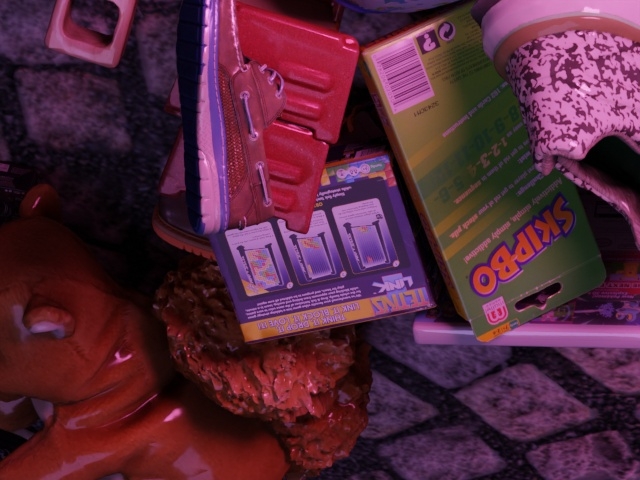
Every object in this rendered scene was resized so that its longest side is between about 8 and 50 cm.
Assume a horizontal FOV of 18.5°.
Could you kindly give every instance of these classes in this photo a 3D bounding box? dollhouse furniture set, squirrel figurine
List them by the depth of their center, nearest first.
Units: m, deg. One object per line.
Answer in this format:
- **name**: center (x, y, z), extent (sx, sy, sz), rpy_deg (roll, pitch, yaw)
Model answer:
- **dollhouse furniture set**: center (-0.164, -0.157, 1.474), extent (0.374, 0.201, 0.152), rpy_deg (17, 110, -7)
- **squirrel figurine**: center (-0.154, 0.106, 1.828), extent (0.397, 0.281, 0.370), rpy_deg (-21, 128, 15)

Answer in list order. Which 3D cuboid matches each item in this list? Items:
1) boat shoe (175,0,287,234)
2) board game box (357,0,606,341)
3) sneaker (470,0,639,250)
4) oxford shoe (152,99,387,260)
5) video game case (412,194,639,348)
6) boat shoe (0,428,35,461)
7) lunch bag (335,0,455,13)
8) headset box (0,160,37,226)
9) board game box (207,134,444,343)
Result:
- **boat shoe**: center (-0.061, -0.097, 1.360), extent (0.066, 0.066, 0.183), rpy_deg (-5, 107, -18)
- **board game box**: center (0.130, -0.057, 1.555), extent (0.124, 0.039, 0.259), rpy_deg (-25, 105, -9)
- **sneaker**: center (0.268, -0.051, 1.512), extent (0.410, 0.182, 0.158), rpy_deg (25, 146, -37)
- **oxford shoe**: center (0.025, -0.060, 1.671), extent (0.363, 0.130, 0.133), rpy_deg (-4, 119, 14)
- **video game case**: center (0.191, 0.024, 1.653), extent (0.201, 0.183, 0.023), rpy_deg (1, 128, 15)
- **boat shoe**: center (-0.404, 0.241, 2.149), extent (0.127, 0.113, 0.340), rpy_deg (-23, 130, 37)
- **lunch bag**: center (0.085, -0.217, 1.455), extent (0.128, 0.096, 0.151), rpy_deg (-12, 162, 29)
- **headset box**: center (-0.296, -0.036, 1.837), extent (0.062, 0.032, 0.083), rpy_deg (11, 141, 1)
- **board game box**: center (0.000, 0.000, 1.609), extent (0.170, 0.048, 0.141), rpy_deg (-11, 113, 17)
